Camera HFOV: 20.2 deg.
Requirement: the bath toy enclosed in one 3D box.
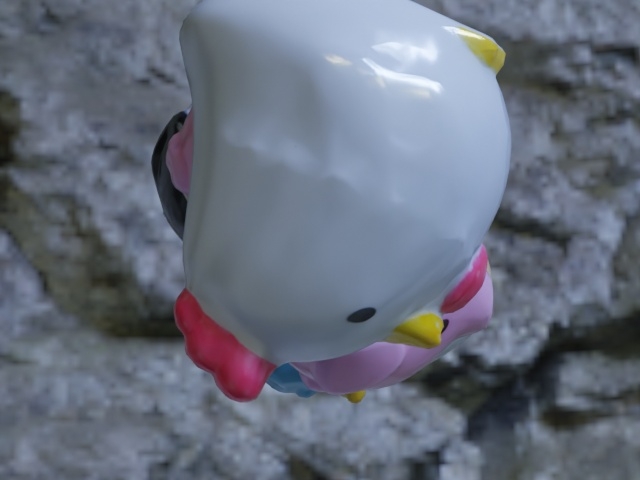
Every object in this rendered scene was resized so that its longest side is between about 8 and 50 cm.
[{"bbox_3d":[0.000,0.000,0.660,0.151,0.129,0.348,23,-5,-1],"label":"bath toy"}]
